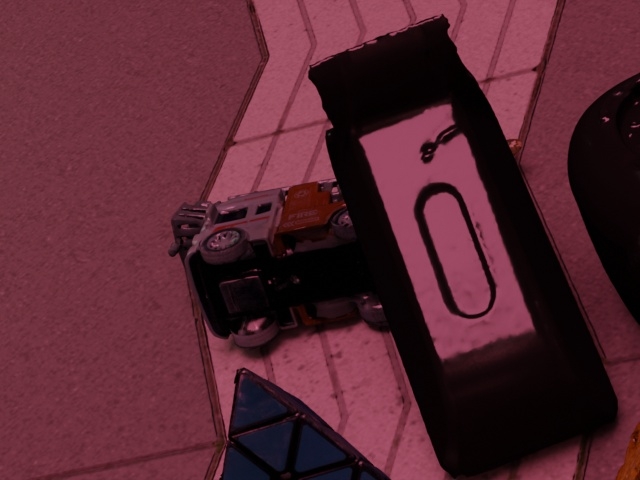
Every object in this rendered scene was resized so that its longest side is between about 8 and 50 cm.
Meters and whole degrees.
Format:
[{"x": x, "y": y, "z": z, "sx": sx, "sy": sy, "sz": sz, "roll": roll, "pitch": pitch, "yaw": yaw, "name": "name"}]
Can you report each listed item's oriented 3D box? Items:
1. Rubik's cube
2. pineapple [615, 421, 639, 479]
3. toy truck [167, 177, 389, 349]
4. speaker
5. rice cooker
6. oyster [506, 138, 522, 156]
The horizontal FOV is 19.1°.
[{"x": 0.013, "y": 0.210, "z": 1.846, "sx": 0.178, "sy": 0.211, "sz": 0.190, "roll": 18, "pitch": 26, "yaw": 14, "name": "Rubik's cube"}, {"x": 0.324, "y": 0.248, "z": 1.619, "sx": 0.164, "sy": 0.140, "sz": 0.250, "roll": 16, "pitch": 58, "yaw": -14, "name": "pineapple"}, {"x": 0.000, "y": 0.000, "z": 2.039, "sx": 0.338, "sy": 0.133, "sz": 0.184, "roll": -11, "pitch": 30, "yaw": 13, "name": "toy truck"}, {"x": 0.126, "y": 0.009, "z": 1.788, "sx": 0.180, "sy": 0.184, "sz": 0.388, "roll": -22, "pitch": 70, "yaw": 4, "name": "speaker"}, {"x": 0.372, "y": -0.048, "z": 1.813, "sx": 0.267, "sy": 0.224, "sz": 0.267, "roll": -14, "pitch": 38, "yaw": 11, "name": "rice cooker"}, {"x": 0.150, "y": -0.080, "z": 2.126, "sx": 0.122, "sy": 0.045, "sz": 0.146, "roll": -49, "pitch": 42, "yaw": -7, "name": "oyster"}]
